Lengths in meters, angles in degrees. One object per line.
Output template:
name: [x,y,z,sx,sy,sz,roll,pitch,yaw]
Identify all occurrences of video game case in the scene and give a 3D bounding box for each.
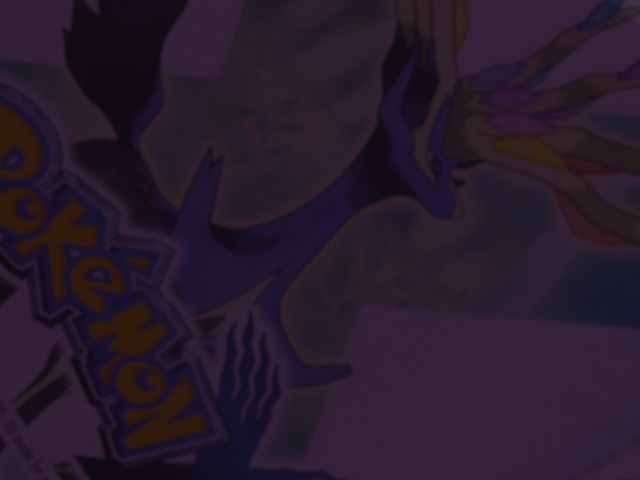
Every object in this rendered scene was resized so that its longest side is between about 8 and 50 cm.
video game case: [0.000,0.000,0.628,0.300,0.036,0.329,-32,94,4]
